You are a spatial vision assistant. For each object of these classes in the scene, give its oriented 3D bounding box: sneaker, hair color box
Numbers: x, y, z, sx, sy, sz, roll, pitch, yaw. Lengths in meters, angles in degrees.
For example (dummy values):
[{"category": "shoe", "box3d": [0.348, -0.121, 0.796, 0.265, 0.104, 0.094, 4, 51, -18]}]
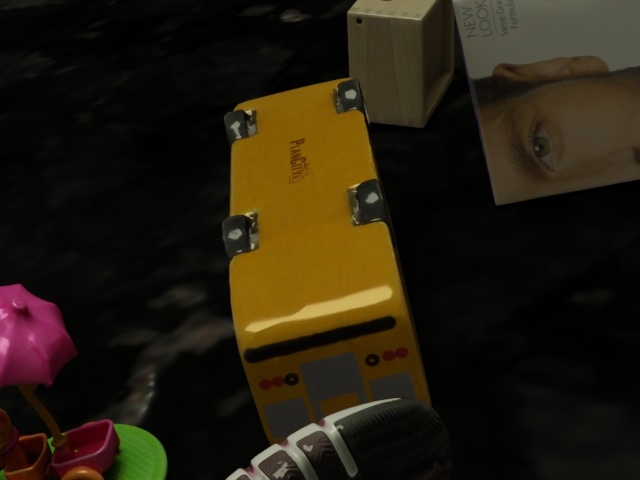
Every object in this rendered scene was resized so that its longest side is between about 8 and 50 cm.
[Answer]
[{"category": "sneaker", "box3d": [-0.074, 0.155, 0.689, 0.281, 0.106, 0.162, -32, 29, -26]}, {"category": "hair color box", "box3d": [0.281, -0.155, 0.972, 0.339, 0.185, 0.110, -10, 30, 12]}]

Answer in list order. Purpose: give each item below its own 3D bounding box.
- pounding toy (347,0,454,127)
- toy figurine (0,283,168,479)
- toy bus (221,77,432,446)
[{"category": "pounding toy", "box3d": [0.070, -0.184, 1.211, 0.100, 0.130, 0.141, 9, 36, 18]}, {"category": "toy figurine", "box3d": [-0.201, 0.102, 0.787, 0.173, 0.159, 0.130, -12, 28, 10]}, {"category": "toy bus", "box3d": [0.000, 0.000, 0.896, 0.108, 0.130, 0.332, -15, 28, 4]}]
